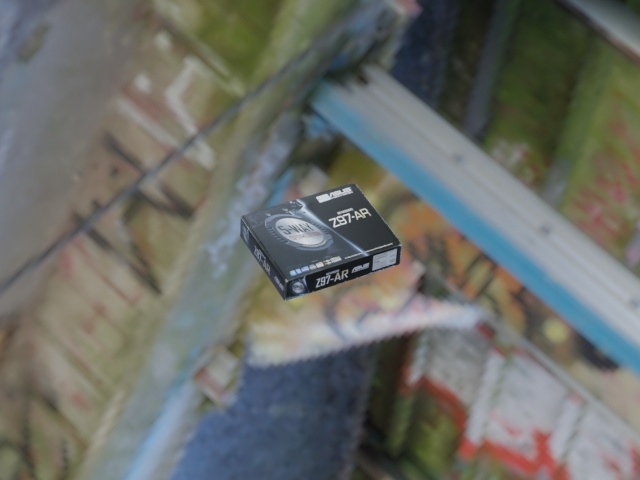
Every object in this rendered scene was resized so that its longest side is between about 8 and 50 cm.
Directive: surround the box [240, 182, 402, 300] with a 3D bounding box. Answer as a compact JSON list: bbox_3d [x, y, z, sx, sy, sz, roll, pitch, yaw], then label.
[{"bbox_3d":[0.000,0.000,1.237,0.083,0.067,0.018,-17,136,-21],"label":"box"}]
